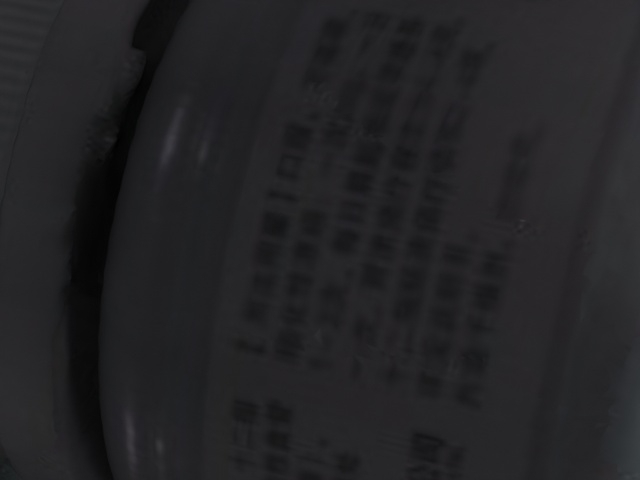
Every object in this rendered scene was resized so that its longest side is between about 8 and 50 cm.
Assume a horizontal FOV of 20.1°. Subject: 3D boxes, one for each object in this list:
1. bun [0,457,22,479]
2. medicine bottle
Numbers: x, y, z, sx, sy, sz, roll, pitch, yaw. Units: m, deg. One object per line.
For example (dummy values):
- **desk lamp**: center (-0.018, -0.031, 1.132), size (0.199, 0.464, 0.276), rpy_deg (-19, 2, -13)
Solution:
- **bun**: center (-0.121, 0.101, 0.763), size (0.083, 0.045, 0.083), rpy_deg (10, 90, -78)
- **medicine bottle**: center (0.000, 0.000, 0.633), size (0.245, 0.306, 0.245), rpy_deg (13, 90, -74)
